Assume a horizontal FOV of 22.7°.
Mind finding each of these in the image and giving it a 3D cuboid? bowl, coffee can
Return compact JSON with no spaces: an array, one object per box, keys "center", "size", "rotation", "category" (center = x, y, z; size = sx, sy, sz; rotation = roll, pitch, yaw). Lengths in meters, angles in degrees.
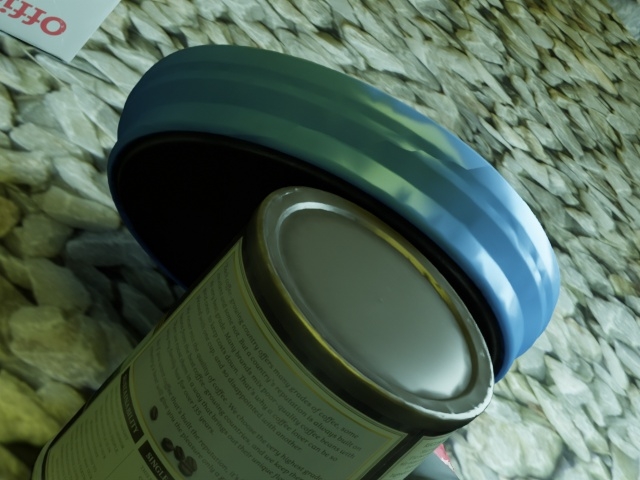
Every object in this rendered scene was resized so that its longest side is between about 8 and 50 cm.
[{"center":[0.000,0.000,1.298],"size":[0.391,0.391,0.077],"rotation":[36,63,-14],"category":"bowl"},{"center":[-0.045,0.127,1.111],"size":[0.201,0.275,0.201],"rotation":[33,28,-20],"category":"coffee can"}]

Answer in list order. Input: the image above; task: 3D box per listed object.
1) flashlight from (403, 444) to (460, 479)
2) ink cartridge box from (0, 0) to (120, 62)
[{"center":[0.100,0.191,1.422],"size":[0.103,0.103,0.304],"rotation":[56,12,-40],"category":"flashlight"},{"center":[-0.248,-0.387,1.474],"size":[0.279,0.385,0.160],"rotation":[25,35,-33],"category":"ink cartridge box"}]
